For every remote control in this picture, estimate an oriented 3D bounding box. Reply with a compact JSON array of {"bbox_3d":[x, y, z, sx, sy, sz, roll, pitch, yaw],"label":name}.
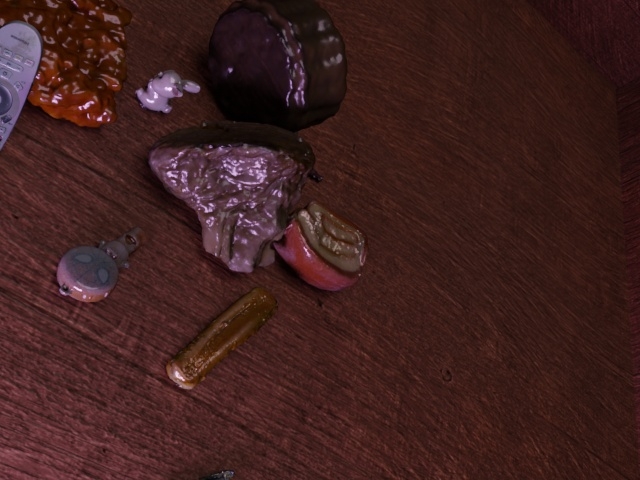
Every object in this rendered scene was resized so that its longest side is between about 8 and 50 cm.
[{"bbox_3d":[-0.560,-0.259,1.278,0.097,0.045,0.256,26,90,-21],"label":"remote control"}]

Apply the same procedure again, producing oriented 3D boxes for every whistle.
[{"bbox_3d":[-0.399,0.041,1.347,0.107,0.057,0.220,41,41,0],"label":"whistle"}]

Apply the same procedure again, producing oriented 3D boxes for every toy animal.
[{"bbox_3d":[-0.327,-0.319,1.549,0.085,0.124,0.071,59,39,-3],"label":"toy animal"}]

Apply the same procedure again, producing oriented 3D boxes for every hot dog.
[{"bbox_3d":[-0.189,0.190,1.449,0.083,0.068,0.289,39,47,12],"label":"hot dog"}]

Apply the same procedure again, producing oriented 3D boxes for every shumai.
[{"bbox_3d":[-0.179,-0.098,1.556,0.346,0.217,0.283,-8,113,-16],"label":"shumai"}]

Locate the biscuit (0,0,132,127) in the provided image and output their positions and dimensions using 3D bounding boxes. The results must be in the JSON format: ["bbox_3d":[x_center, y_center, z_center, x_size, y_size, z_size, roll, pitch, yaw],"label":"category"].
[{"bbox_3d":[-0.528,-0.391,1.416,0.318,0.110,0.312,15,61,-36],"label":"biscuit"}]

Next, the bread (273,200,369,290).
[{"bbox_3d":[-0.003,0.010,1.671,0.244,0.123,0.190,27,54,-28],"label":"bread"}]

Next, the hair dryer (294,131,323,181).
[{"bbox_3d":[-0.050,-0.196,1.799,0.154,0.054,0.106,47,40,-27],"label":"hair dryer"}]

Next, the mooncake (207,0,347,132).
[{"bbox_3d":[-0.105,-0.392,1.653,0.187,0.324,0.324,-27,88,-41],"label":"mooncake"}]

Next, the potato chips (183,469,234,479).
[{"bbox_3d":[-0.234,0.465,1.291,0.207,0.028,0.092,-3,72,-41],"label":"potato chips"}]
